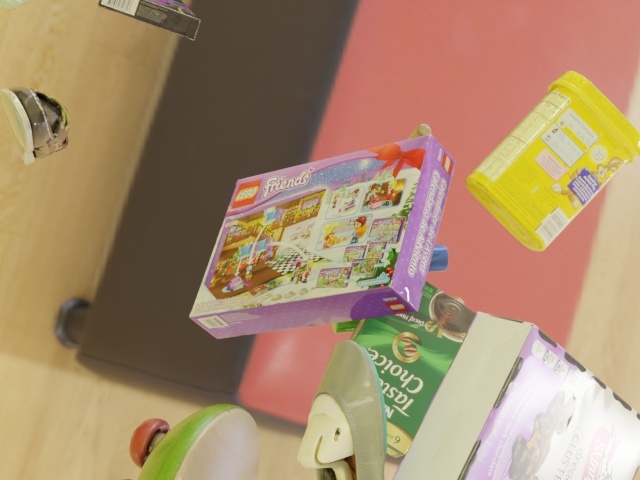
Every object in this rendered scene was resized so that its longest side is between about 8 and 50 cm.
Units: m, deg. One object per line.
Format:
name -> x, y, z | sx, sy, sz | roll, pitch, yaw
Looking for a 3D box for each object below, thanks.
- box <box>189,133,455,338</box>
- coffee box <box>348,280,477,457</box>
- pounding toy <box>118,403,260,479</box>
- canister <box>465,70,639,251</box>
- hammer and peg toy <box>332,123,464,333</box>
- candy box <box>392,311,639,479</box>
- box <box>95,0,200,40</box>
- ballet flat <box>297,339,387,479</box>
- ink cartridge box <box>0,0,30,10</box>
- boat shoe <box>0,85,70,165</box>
box -> 0.000, 0.000, 1.405 | 0.057, 0.293, 0.201 | 43, 51, -37
coffee box -> 0.084, 0.130, 1.354 | 0.113, 0.040, 0.184 | 34, 70, -5
pounding toy -> -0.149, 0.255, 1.163 | 0.183, 0.110, 0.236 | -20, 122, -63
canister -> 0.261, -0.087, 1.394 | 0.126, 0.073, 0.170 | 45, 83, -4
hammer and peg toy -> 0.084, 0.017, 1.694 | 0.127, 0.266, 0.361 | -3, 57, -11
candy box -> 0.174, 0.179, 1.033 | 0.196, 0.070, 0.164 | 38, 74, -34
box -> -0.209, -0.278, 1.452 | 0.116, 0.162, 0.029 | 17, 103, -21
ballet flat -> 0.016, 0.185, 0.965 | 0.068, 0.072, 0.213 | -4, 88, -35
ink cartridge box -> -0.129, -0.234, 0.779 | 0.235, 0.171, 0.056 | -27, 89, 3
boat shoe -> -0.336, -0.145, 1.484 | 0.069, 0.228, 0.081 | -23, 90, -13
